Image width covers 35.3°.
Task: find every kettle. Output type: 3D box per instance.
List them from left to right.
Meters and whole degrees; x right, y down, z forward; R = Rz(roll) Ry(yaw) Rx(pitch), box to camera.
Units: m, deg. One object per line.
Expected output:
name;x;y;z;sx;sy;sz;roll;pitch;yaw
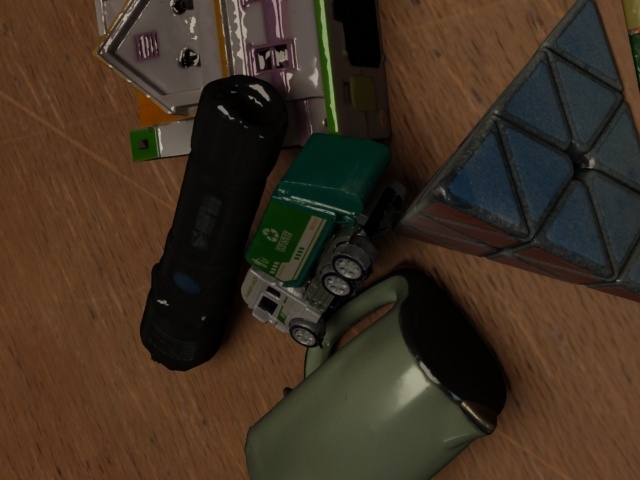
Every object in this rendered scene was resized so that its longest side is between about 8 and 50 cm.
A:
kettle;0.051;0.162;1.052;0.255;0.165;0.240;-47;43;28

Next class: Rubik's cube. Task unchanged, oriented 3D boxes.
Rubik's cube;0.190;-0.051;0.935;0.228;0.229;0.233;-110;5;-48

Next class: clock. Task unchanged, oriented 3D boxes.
clock;-0.097;-0.208;1.085;0.310;0.166;0.235;-4;94;25

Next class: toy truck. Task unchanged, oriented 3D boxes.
toy truck;0.000;0.000;1.012;0.124;0.114;0.253;31;141;0

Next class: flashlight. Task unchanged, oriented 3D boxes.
flashlight;-0.117;-0.002;1.065;0.103;0.103;0.424;47;143;19

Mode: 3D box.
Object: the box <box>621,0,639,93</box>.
box;0.330;-0.227;0.883;0.132;0.034;0.235;-10;91;33
